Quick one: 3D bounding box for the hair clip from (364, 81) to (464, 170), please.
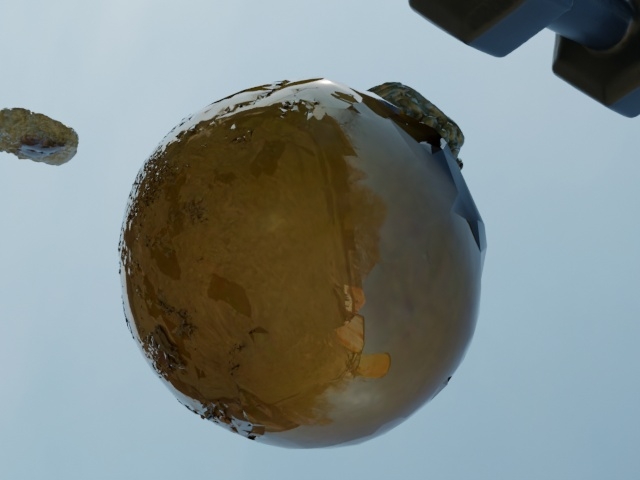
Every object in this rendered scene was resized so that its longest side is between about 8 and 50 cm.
[{"bbox_3d":[0.001,0.000,1.335,0.321,0.138,0.091,-46,-156,21],"label":"hair clip"}]

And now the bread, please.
[{"bbox_3d":[-0.279,-0.099,1.378,0.070,0.083,0.035,-28,-129,60],"label":"bread"}]

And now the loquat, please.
[{"bbox_3d":[-0.012,0.011,0.883,0.235,0.235,0.235,-11,-104,50],"label":"loquat"}]

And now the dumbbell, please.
[{"bbox_3d":[0.225,-0.220,1.307,0.160,0.325,0.144,-33,-119,32],"label":"dumbbell"}]
